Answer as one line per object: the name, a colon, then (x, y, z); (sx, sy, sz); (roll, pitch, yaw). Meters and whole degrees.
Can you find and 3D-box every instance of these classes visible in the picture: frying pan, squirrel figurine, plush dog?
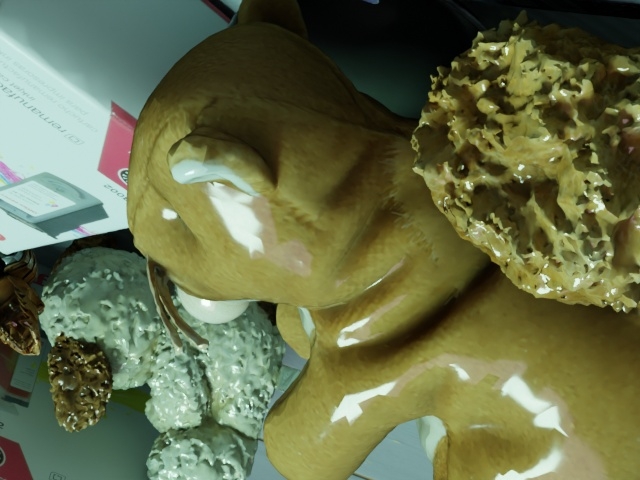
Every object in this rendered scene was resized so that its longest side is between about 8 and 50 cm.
frying pan: (0.037, -0.147, 0.901); (0.197, 0.053, 0.326); (12, 141, 5)
squirrel figurine: (0.088, -0.010, 0.849); (0.370, 0.281, 0.397); (42, 133, -15)
plush dog: (-0.153, 0.086, 1.361); (0.225, 0.262, 0.211); (17, 123, -19)

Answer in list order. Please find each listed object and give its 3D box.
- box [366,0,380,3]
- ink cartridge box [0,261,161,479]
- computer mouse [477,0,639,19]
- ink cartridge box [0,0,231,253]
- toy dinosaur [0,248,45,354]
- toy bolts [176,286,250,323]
box: (-0.074, -0.241, 0.733); (0.261, 0.103, 0.184); (17, 152, 5)
ink cartridge box: (-0.268, 0.206, 1.438); (0.279, 0.385, 0.160); (26, 118, -14)
computer mouse: (0.175, -0.148, 0.732); (0.272, 0.072, 0.188); (9, -173, 13)
ink cartridge box: (-0.212, -0.109, 1.063); (0.226, 0.131, 0.306); (36, 149, -33)
toy dinosaur: (-0.319, 0.004, 1.307); (0.322, 0.164, 0.218); (12, 152, 41)
toy bolts: (0.000, 0.000, 1.101); (0.228, 0.158, 0.218); (14, 155, 10)
